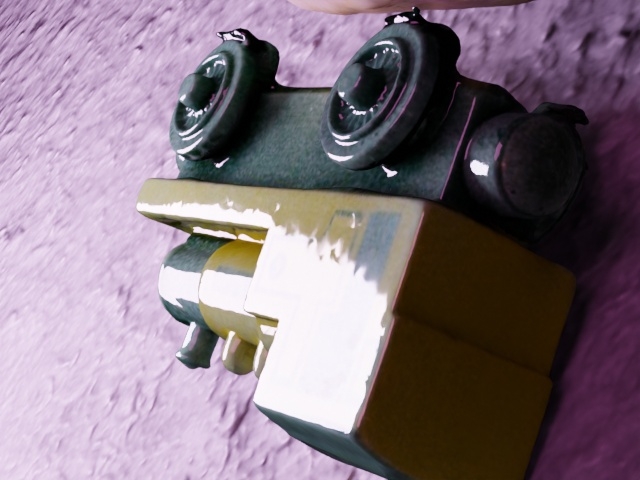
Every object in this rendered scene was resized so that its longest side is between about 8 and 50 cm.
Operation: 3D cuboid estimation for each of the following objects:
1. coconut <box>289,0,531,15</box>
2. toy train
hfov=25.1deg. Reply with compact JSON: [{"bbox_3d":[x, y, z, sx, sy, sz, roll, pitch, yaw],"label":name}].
[{"bbox_3d":[0.078,-0.287,0.832,0.353,0.353,0.352,-35,38,33],"label":"coconut"},{"bbox_3d":[0.000,0.000,0.858,0.369,0.150,0.237,8,76,58],"label":"toy train"}]
